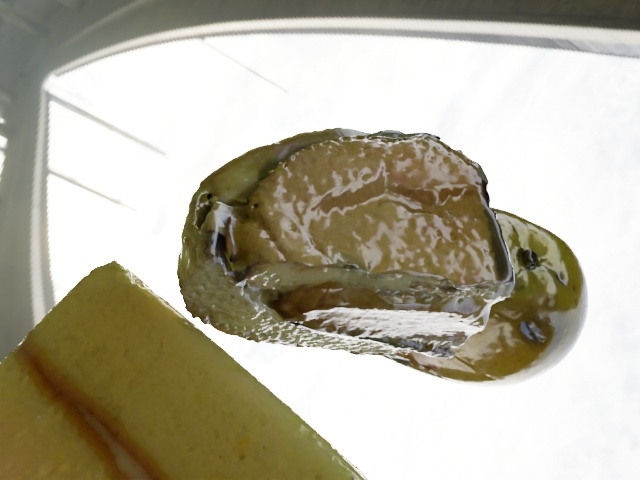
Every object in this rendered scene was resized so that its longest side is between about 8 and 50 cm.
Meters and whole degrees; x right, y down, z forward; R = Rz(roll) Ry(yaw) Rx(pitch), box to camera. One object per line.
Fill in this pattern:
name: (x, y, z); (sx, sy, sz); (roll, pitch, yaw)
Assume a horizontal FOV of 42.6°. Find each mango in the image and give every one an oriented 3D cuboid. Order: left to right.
mango: (0.145, 0.064, 1.020); (0.365, 0.253, 0.182); (3, -130, 39)

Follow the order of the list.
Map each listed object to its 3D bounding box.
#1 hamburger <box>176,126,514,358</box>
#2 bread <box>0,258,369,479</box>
hamburger: (0.000, 0.000, 0.540); (0.135, 0.208, 0.155); (121, -38, -51)
bread: (-0.090, 0.130, 0.451); (0.167, 0.163, 0.264); (-49, -156, -14)
